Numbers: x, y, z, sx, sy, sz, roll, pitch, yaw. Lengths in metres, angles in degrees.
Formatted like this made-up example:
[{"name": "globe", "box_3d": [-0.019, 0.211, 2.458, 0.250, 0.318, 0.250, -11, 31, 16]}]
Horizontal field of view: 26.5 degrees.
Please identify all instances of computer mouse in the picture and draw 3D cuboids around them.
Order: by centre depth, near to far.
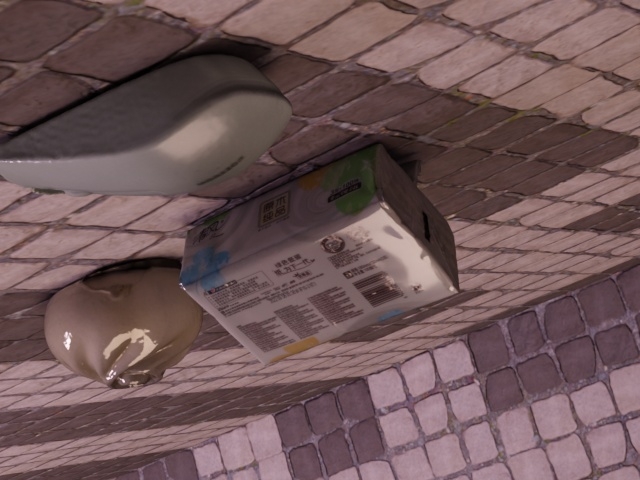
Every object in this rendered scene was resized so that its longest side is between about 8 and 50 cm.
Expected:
[{"name": "computer mouse", "box_3d": [-0.129, -0.067, 1.010, 0.231, 0.079, 0.128, -20, 164, 24]}]

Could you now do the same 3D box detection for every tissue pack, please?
[{"name": "tissue pack", "box_3d": [0.000, 0.000, 1.353, 0.229, 0.145, 0.159, -24, 132, 22]}]

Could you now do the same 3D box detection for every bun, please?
[{"name": "bun", "box_3d": [-0.209, 0.100, 1.475, 0.173, 0.119, 0.173, -15, 168, -3]}]
